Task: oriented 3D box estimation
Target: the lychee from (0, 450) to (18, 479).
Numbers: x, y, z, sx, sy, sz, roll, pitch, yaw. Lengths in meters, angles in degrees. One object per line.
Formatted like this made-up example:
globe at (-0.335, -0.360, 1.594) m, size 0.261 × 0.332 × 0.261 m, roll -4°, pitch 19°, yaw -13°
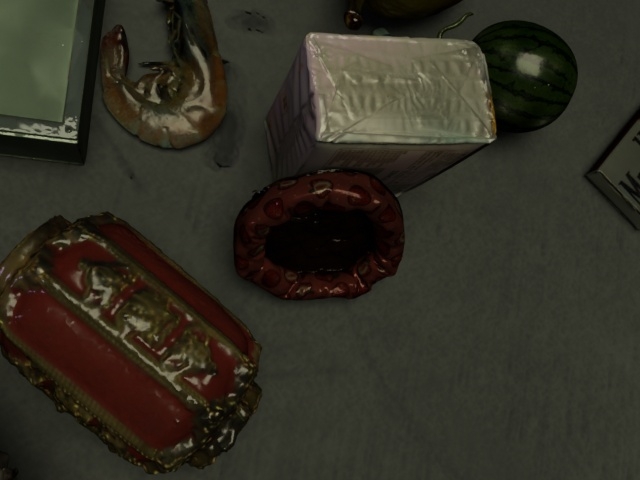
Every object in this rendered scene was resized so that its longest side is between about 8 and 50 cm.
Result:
lychee at (-0.401, 0.251, 0.425) m, size 0.432 × 0.380 × 0.380 m, roll 43°, pitch 70°, yaw -26°

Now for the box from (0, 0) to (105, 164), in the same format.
box at (-0.314, -0.207, 0.683) m, size 0.130 × 0.086 × 0.225 m, roll 5°, pitch 78°, yaw -14°

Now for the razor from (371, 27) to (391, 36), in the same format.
razor at (0.118, -0.196, 0.826) m, size 0.068 × 0.037 × 0.191 m, roll -23°, pitch 86°, yaw -17°

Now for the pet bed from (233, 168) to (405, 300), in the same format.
pet bed at (0.000, 0.000, 0.681) m, size 0.201 × 0.201 × 0.053 m, roll 3°, pitch 48°, yaw -15°

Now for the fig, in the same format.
fig at (0.096, -0.334, 0.782) m, size 0.170 × 0.145 × 0.274 m, roll 42°, pitch 57°, yaw -4°

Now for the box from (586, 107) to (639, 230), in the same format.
box at (0.472, -0.114, 0.909) m, size 0.115 × 0.036 × 0.177 m, roll 45°, pitch 72°, yaw -3°

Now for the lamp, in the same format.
lamp at (-0.185, 0.098, 0.614) m, size 0.274 × 0.177 × 0.177 m, roll 42°, pitch 72°, yaw -3°

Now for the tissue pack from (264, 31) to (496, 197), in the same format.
tissue pack at (0.050, -0.125, 0.694) m, size 0.185 × 0.225 × 0.124 m, roll -4°, pitch 81°, yaw -16°

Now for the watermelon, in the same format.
watermelon at (0.232, -0.217, 0.813) m, size 0.187 × 0.140 × 0.140 m, roll 20°, pitch 74°, yaw 0°

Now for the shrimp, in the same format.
shrimp at (-0.187, -0.231, 0.741) m, size 0.144 × 0.052 × 0.250 m, roll -5°, pitch 82°, yaw -14°
